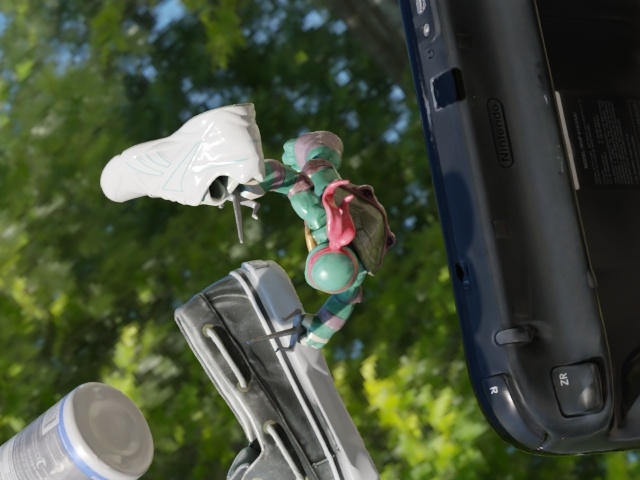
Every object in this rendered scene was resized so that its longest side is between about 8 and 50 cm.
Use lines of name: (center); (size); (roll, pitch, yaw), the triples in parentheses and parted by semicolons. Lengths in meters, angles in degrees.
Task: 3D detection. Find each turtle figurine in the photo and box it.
turtle figurine: (0.000, 0.000, 1.250); (0.234, 0.118, 0.175); (-70, -32, -67)

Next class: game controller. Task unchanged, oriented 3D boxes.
game controller: (0.129, -0.047, 0.832); (0.166, 0.067, 0.319); (3, -108, -40)

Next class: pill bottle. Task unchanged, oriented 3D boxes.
pill bottle: (-0.191, 0.166, 1.129); (0.078, 0.137, 0.078); (37, -149, -27)

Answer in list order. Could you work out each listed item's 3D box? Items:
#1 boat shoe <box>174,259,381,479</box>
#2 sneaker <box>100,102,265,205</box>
boat shoe: (-0.030, 0.187, 1.403); (0.335, 0.119, 0.121); (65, 167, 1)
sneaker: (-0.102, -0.048, 1.145); (0.053, 0.152, 0.061); (-15, -94, -52)
